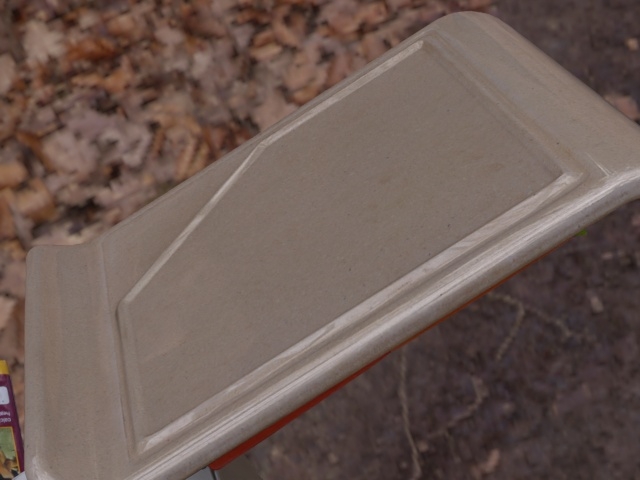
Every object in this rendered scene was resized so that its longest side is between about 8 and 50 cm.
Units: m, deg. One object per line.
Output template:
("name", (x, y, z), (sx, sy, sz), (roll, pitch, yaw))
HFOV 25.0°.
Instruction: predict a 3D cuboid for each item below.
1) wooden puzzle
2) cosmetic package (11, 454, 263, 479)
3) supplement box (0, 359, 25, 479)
("wooden puzzle", (0.000, 0.000, 0.556), (0.238, 0.044, 0.221), (-28, 24, 1))
("cosmetic package", (-0.036, 0.231, 0.641), (0.160, 0.309, 0.113), (-34, 28, 0))
("supplement box", (-0.231, 0.174, 0.874), (0.104, 0.081, 0.188), (-2, 58, -27))
